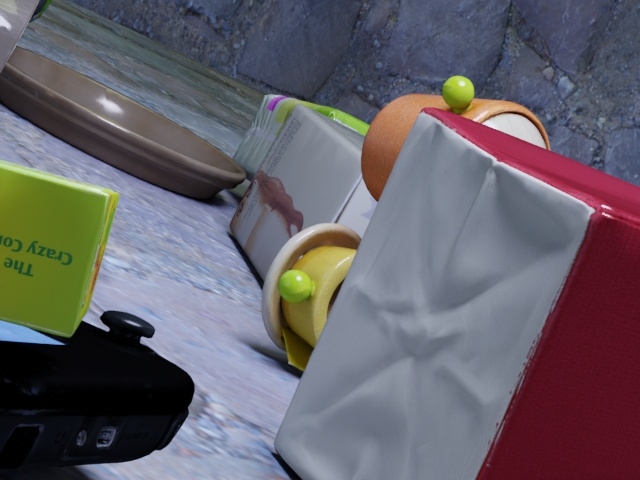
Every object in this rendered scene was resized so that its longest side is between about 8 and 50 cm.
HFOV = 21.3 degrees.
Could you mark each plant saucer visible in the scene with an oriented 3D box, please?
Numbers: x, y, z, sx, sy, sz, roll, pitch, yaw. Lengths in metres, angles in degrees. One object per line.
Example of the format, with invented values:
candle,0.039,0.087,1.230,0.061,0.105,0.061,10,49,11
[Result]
plant saucer,-0.199,-0.110,1.581,0.278,0.041,0.278,28,6,-3

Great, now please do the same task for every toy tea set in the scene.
toy tea set,0.126,0.039,1.089,0.124,0.200,0.336,22,-5,47

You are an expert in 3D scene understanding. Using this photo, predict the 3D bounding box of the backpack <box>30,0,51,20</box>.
backpack,-0.372,-0.313,1.678,0.290,0.273,0.355,13,-7,-1

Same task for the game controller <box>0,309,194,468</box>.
game controller,-0.168,0.024,0.531,0.166,0.067,0.319,31,6,22

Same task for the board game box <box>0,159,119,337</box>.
board game box,-0.154,-0.017,0.504,0.181,0.043,0.092,15,0,-5

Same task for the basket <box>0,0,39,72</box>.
basket,-0.310,-0.167,1.106,0.227,0.154,0.204,30,7,-14

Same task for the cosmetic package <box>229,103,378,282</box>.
cosmetic package,0.038,-0.001,1.319,0.153,0.129,0.296,28,6,-14

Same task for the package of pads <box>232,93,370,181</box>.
package of pads,0.055,-0.044,1.622,0.229,0.101,0.296,27,2,-15

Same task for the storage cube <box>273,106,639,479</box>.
storage cube,0.122,0.069,0.770,0.193,0.215,0.184,18,10,-24
